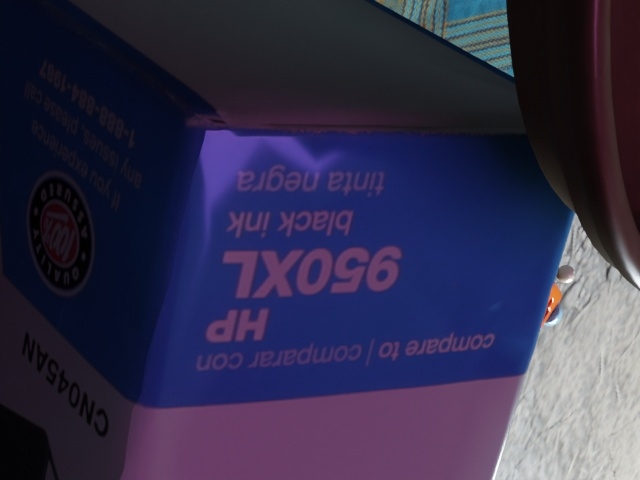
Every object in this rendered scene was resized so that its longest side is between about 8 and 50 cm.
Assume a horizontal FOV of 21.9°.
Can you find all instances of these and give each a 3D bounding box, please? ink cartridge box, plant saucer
[{"bbox_3d":[-0.088,0.084,0.663,0.166,0.285,0.395,-2,116,-36],"label":"ink cartridge box"},{"bbox_3d":[0.123,-0.119,0.520,0.278,0.041,0.277,-31,127,-54],"label":"plant saucer"}]

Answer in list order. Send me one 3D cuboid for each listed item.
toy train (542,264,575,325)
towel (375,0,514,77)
[{"bbox_3d":[0.104,0.049,1.082,0.125,0.046,0.166,-57,154,0],"label":"toy train"},{"bbox_3d":[0.014,-0.082,0.908,0.370,0.040,0.271,-17,123,-41],"label":"towel"}]
